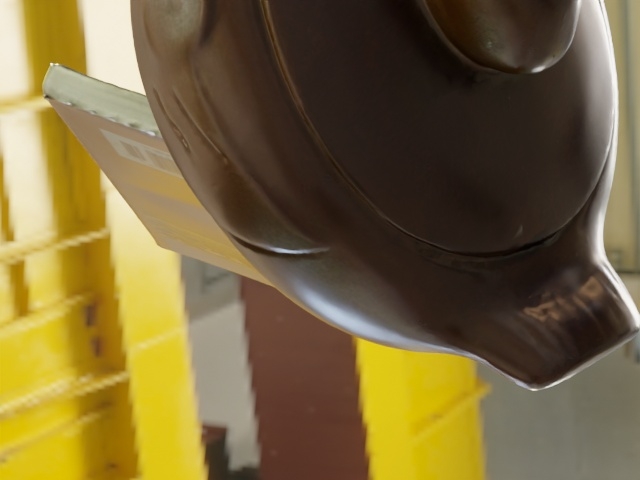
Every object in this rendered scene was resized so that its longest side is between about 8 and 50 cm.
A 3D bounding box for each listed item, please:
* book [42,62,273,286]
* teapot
[{"bbox_3d":[0.000,0.000,1.041,0.374,0.262,0.028,71,-142,-78],"label":"book"},{"bbox_3d":[0.020,-0.036,0.333,0.098,0.078,0.129,-22,-86,-35],"label":"teapot"}]
